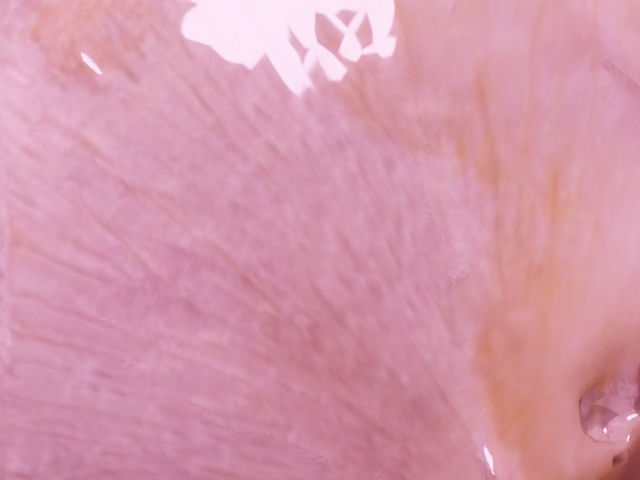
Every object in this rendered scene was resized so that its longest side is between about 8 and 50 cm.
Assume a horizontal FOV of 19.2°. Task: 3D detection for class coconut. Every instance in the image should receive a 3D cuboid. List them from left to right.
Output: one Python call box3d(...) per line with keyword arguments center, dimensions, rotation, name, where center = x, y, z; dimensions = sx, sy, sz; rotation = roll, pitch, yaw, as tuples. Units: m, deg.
box3d(center=(0.000, 0.000, 0.614), dimensions=(0.346, 0.346, 0.360), rotation=(-63, 35, 22), name="coconut")
